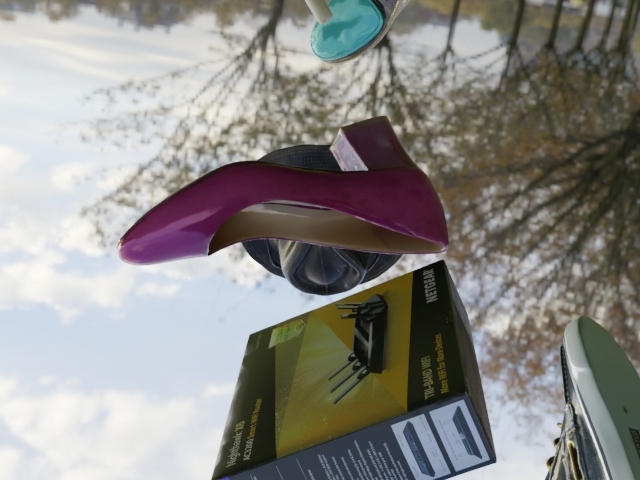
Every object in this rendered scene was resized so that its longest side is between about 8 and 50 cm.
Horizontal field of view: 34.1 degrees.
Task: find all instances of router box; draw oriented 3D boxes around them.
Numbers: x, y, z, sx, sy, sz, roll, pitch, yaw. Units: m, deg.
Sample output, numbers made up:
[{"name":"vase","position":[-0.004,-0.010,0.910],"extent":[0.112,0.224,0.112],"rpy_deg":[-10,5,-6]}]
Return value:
[{"name":"router box","position":[0.035,0.148,1.039],"extent":[0.242,0.081,0.309],"rpy_deg":[-22,-162,10]}]

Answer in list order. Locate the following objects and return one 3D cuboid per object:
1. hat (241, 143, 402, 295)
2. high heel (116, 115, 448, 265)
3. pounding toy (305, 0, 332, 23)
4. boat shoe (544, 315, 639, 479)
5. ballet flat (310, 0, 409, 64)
[{"name":"hat","position":[0.000,0.000,1.735],"extent":[0.331,0.331,0.134],"rpy_deg":[9,-137,-2]},{"name":"high heel","position":[-0.036,-0.008,1.208],"extent":[0.377,0.181,0.127],"rpy_deg":[-24,165,-13]},{"name":"pounding toy","position":[-0.051,-0.226,0.684],"extent":[0.100,0.141,0.130],"rpy_deg":[-4,153,44]},{"name":"boat shoe","position":[0.177,0.141,0.698],"extent":[0.065,0.083,0.183],"rpy_deg":[25,-141,-32]},{"name":"ballet flat","position":[0.077,-0.281,1.186],"extent":[0.073,0.232,0.080],"rpy_deg":[-25,-101,-46]}]
